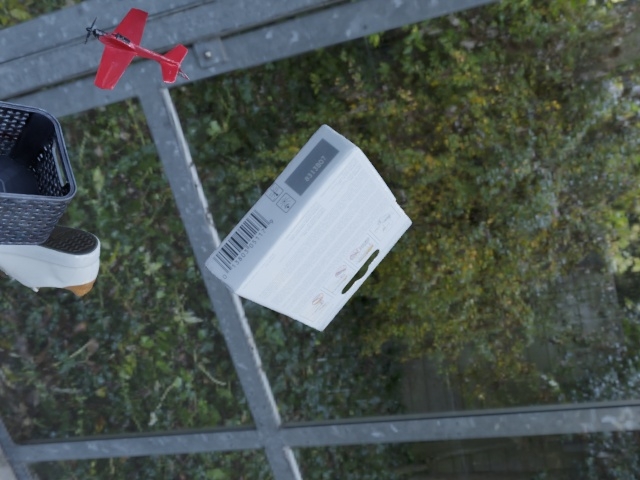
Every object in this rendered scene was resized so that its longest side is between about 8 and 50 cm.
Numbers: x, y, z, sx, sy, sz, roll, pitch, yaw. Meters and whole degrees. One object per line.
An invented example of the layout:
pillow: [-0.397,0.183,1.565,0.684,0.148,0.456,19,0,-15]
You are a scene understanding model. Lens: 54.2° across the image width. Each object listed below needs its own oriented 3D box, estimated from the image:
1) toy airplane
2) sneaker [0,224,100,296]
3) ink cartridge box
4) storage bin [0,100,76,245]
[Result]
toy airplane: [-0.253,-0.262,0.872,0.028,0.151,0.151,140,-49,-60]
sneaker: [-0.501,0.021,1.004,0.106,0.289,0.123,-68,176,-55]
ink cartridge box: [0.000,0.000,0.707,0.066,0.189,0.232,40,1,24]
storage bin: [-0.348,-0.068,0.607,0.180,0.084,0.122,1,56,-44]
